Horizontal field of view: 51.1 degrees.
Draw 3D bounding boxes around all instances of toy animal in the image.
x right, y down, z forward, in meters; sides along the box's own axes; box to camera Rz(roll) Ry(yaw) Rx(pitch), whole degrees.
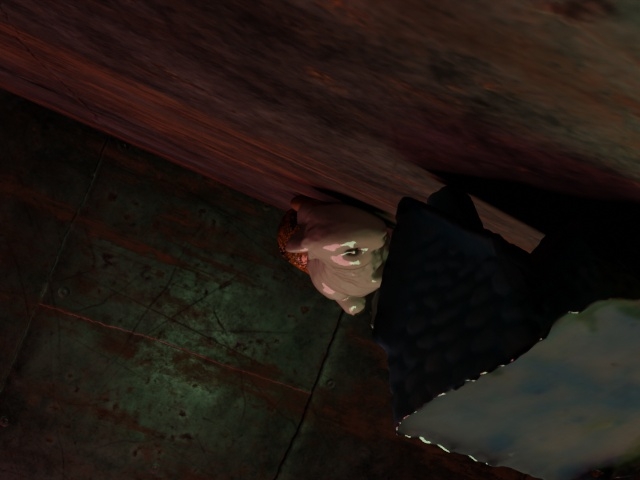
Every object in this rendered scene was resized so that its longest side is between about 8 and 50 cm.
[{"bbox_3d":[0.044,0.010,1.340,0.258,0.194,0.357,28,169,20],"label":"toy animal"}]

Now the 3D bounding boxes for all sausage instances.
[{"bbox_3d":[-0.013,-0.075,1.572,0.047,0.040,0.177,35,172,-36],"label":"sausage"}]

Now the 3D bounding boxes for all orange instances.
[{"bbox_3d":[0.000,0.000,1.734,0.234,0.182,0.234,18,-168,-4],"label":"orange"}]

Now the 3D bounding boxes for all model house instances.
[{"bbox_3d":[0.208,0.057,0.601,0.261,0.226,0.241,27,-146,-29],"label":"model house"}]

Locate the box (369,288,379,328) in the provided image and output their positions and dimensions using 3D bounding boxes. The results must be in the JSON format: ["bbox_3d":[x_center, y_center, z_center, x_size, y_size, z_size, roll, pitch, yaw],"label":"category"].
[{"bbox_3d":[0.284,0.164,1.538,0.337,0.264,0.106,39,140,-21],"label":"box"}]
